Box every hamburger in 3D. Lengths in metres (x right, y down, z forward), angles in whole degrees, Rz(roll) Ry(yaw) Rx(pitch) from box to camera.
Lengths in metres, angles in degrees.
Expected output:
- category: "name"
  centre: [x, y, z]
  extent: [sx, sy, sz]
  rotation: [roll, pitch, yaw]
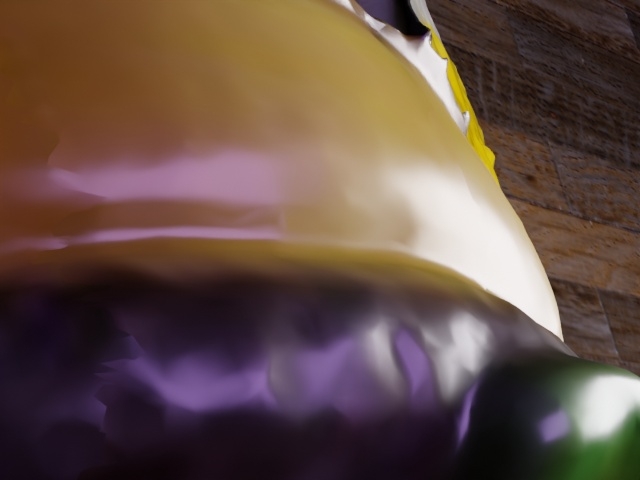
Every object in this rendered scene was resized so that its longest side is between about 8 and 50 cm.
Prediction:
- category: "hamburger"
  centre: [-0.073, 0.128, 0.494]
  extent: [0.396, 0.396, 0.277]
  rotation: [22, 38, -47]

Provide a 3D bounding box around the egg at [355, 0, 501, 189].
- category: "egg"
  centre: [0.000, 0.000, 0.909]
  extent: [0.337, 0.201, 0.337]
  rotation: [-17, 90, -84]
